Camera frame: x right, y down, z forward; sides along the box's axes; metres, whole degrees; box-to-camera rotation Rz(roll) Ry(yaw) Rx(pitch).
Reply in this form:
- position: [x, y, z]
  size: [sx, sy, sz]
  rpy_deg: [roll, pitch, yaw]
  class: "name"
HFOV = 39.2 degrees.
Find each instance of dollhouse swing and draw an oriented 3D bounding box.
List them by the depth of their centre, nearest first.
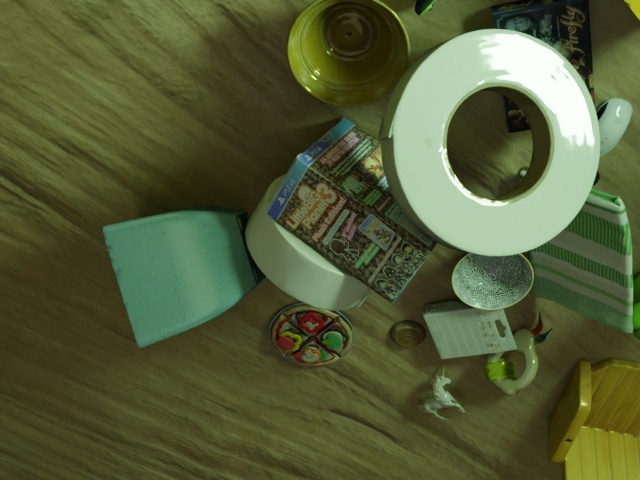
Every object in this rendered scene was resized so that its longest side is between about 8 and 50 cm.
- position: [0.732, 0.500, 2.055]
  size: [0.346, 0.305, 0.315]
  rpy_deg: [12, 127, -2]
  class: "dollhouse swing"

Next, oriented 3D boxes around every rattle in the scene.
- position: [0.480, 0.264, 2.049]
  size: [0.142, 0.130, 0.200]
  rpy_deg: [29, 98, -29]
  class: "rattle"

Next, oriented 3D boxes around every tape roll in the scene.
- position: [0.293, -0.166, 1.549]
  size: [0.391, 0.072, 0.392]
  rpy_deg: [-1, 94, -14]
  class: "tape roll"
- position: [0.000, 0.000, 1.756]
  size: [0.286, 0.286, 0.100]
  rpy_deg: [26, 124, -14]
  class: "tape roll"

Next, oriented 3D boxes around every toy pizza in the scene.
- position: [-0.021, 0.226, 2.086]
  size: [0.201, 0.032, 0.201]
  rpy_deg: [2, 127, 3]
  class: "toy pizza"

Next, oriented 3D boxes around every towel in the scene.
- position: [0.508, 0.021, 1.791]
  size: [0.247, 0.038, 0.325]
  rpy_deg: [26, 141, 42]
  class: "towel"

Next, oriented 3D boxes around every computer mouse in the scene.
- position: [0.526, -0.186, 1.719]
  size: [0.106, 0.042, 0.193]
  rpy_deg: [21, 126, -9]
  class: "computer mouse"

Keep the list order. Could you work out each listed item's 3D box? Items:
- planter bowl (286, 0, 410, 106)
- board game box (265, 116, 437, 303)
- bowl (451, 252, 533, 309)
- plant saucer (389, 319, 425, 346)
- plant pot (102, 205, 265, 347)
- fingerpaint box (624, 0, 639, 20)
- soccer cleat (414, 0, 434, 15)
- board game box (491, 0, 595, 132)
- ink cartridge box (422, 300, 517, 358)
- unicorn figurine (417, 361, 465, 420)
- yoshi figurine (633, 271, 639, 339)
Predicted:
- position: [0.051, -0.355, 1.606]
  size: [0.217, 0.090, 0.217]
  rpy_deg: [2, 126, 3]
  class: "planter bowl"
- position: [0.087, -0.063, 1.681]
  size: [0.291, 0.232, 0.141]
  rpy_deg: [36, 124, 5]
  class: "board game box"
- position: [0.360, 0.057, 1.894]
  size: [0.170, 0.080, 0.170]
  rpy_deg: [2, 128, 3]
  class: "bowl"
- position: [0.201, 0.219, 2.071]
  size: [0.083, 0.015, 0.083]
  rpy_deg: [3, 127, 3]
  class: "plant saucer"
- position: [-0.252, 0.048, 1.808]
  size: [0.252, 0.248, 0.247]
  rpy_deg: [-16, 93, 7]
  class: "plant pot"
- position: [0.557, -0.566, 1.356]
  size: [0.371, 0.163, 0.445]
  rpy_deg: [-36, 116, 28]
  class: "fingerpaint box"
- position: [0.200, -0.471, 1.531]
  size: [0.072, 0.060, 0.179]
  rpy_deg: [29, 118, -4]
  class: "soccer cleat"
- position: [0.407, -0.320, 1.629]
  size: [0.165, 0.042, 0.243]
  rpy_deg: [-9, 126, 12]
  class: "board game box"
- position: [0.335, 0.193, 2.010]
  size: [0.179, 0.045, 0.145]
  rpy_deg: [-12, 125, 20]
  class: "ink cartridge box"
- position: [0.292, 0.381, 2.156]
  size: [0.111, 0.060, 0.162]
  rpy_deg: [30, 124, -17]
  class: "unicorn figurine"
- position: [0.775, 0.063, 1.838]
  size: [0.362, 0.204, 0.203]
  rpy_deg: [-35, 158, 12]
  class: "yoshi figurine"
